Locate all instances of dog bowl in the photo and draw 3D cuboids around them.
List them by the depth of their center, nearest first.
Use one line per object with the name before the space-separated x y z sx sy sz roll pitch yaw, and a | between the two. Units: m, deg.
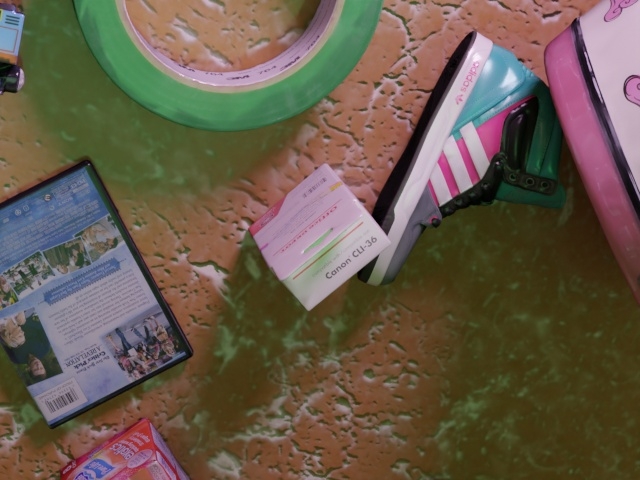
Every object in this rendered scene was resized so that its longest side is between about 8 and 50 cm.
dog bowl | 0.361 -0.073 1.718 0.150 0.408 0.408 -22 110 15

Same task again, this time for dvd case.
dvd case | -0.272 0.061 1.816 0.180 0.022 0.253 -27 109 -3

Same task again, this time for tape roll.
tape roll | -0.096 -0.275 1.721 0.321 0.077 0.321 -3 107 -9

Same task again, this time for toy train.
toy train | -0.386 -0.201 1.690 0.184 0.080 0.105 10 95 -11

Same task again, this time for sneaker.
sneaker | 0.172 -0.057 1.819 0.178 0.124 0.295 26 99 -7

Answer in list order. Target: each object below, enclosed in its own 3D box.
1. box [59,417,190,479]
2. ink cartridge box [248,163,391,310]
box | -0.172 0.345 1.863 0.123 0.128 0.257 -31 110 0
ink cartridge box | 0.000 0.000 1.757 0.115 0.198 0.067 -40 109 3
